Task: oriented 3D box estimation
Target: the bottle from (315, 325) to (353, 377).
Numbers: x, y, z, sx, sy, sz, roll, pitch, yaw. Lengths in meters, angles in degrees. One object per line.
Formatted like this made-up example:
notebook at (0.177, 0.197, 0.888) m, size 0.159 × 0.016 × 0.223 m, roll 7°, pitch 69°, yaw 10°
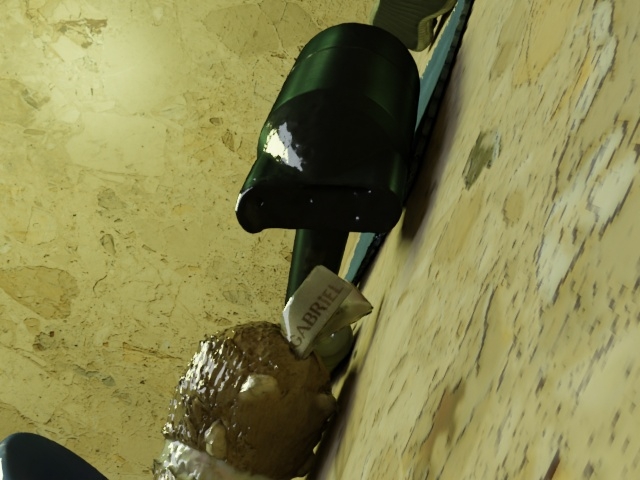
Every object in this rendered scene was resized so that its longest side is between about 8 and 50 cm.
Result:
bottle at (-0.005, 0.090, 0.648) m, size 0.101 × 0.063 × 0.047 m, roll 108°, pitch 153°, yaw -66°

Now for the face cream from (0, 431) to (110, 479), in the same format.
face cream at (-0.231, 0.309, 0.599) m, size 0.225 × 0.249 × 0.249 m, roll -44°, pitch -1°, yaw -6°

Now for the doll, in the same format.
doll at (-0.048, 0.116, 0.552) m, size 0.115 × 0.105 × 0.221 m, roll 40°, pitch 111°, yaw 60°

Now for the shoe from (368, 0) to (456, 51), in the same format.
shoe at (0.123, -0.316, 0.953) m, size 0.112 × 0.099 × 0.227 m, roll -62°, pitch -1°, yaw -14°

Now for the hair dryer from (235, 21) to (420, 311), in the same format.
hair dryer at (0.000, 0.000, 0.659) m, size 0.244 × 0.116 × 0.302 m, roll -72°, pitch -8°, yaw -57°

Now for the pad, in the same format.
pad at (0.080, -0.089, 0.776) m, size 0.269 × 0.012 × 0.268 m, roll 115°, pitch 176°, yaw -62°
